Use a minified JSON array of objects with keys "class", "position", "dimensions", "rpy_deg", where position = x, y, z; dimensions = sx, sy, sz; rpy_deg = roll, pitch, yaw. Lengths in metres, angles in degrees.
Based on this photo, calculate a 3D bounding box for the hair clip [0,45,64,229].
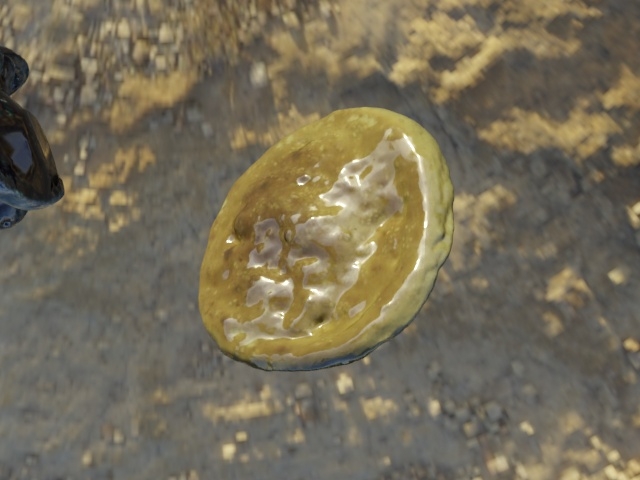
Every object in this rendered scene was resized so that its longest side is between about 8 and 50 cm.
[{"class":"hair clip","position":[-0.260,-0.075,0.932],"dimensions":[0.206,0.310,0.194],"rpy_deg":[-20,70,11]}]

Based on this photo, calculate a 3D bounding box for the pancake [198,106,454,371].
[{"class":"pancake","position":[0.000,0.000,1.378],"dimensions":[0.242,0.242,0.050],"rpy_deg":[-42,138,9]}]
